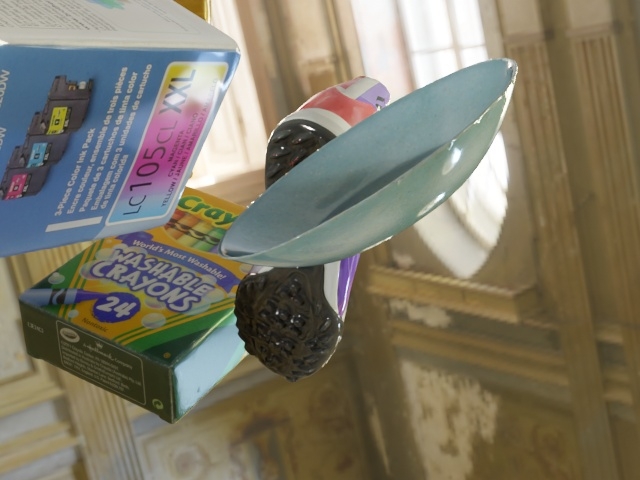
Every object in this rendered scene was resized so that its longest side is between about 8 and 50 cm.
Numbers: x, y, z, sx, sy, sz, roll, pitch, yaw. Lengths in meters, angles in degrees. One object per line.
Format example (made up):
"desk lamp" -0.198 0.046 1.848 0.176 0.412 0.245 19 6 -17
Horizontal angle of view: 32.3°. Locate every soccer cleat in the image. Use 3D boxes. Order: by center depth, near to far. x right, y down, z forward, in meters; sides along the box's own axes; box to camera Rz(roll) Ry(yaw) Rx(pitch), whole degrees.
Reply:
"soccer cleat" 0.000 0.000 0.982 0.108 0.318 0.116 27 -135 16

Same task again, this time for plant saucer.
"plant saucer" 0.032 -0.034 0.616 0.195 0.037 0.195 -31 -167 8

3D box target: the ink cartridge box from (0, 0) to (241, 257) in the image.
"ink cartridge box" -0.278 -0.107 0.599 0.270 0.151 0.395 35 -157 24

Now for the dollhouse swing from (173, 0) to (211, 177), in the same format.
"dollhouse swing" -0.304 -0.259 1.094 0.315 0.347 0.305 -4 163 12

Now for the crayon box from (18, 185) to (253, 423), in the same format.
"crayon box" -0.144 0.044 1.223 0.203 0.083 0.323 20 -142 25
